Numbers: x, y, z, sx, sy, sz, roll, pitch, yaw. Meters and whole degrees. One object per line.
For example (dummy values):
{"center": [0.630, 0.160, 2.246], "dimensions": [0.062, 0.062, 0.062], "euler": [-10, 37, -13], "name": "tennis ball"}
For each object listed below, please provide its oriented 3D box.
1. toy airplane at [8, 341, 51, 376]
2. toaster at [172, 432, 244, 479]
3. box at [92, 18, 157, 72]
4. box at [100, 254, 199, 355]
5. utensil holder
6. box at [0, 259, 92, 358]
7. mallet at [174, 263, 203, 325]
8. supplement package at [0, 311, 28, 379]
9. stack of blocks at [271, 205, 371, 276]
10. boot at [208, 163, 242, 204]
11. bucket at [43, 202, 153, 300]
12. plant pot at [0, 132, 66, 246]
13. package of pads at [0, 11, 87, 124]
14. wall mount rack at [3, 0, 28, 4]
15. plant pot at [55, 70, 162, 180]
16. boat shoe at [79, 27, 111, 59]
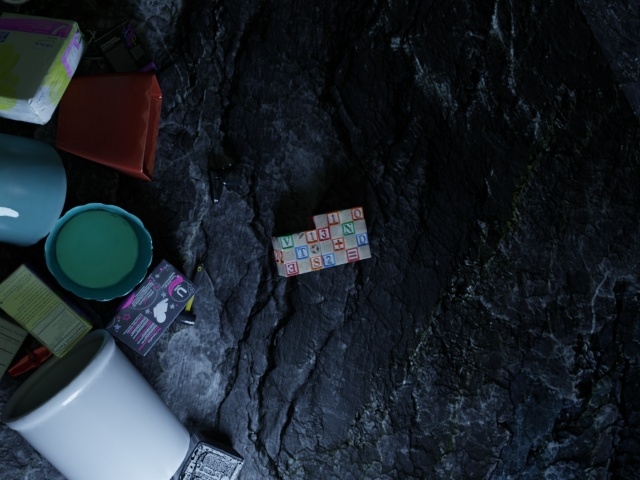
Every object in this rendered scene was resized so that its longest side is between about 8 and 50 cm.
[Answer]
{"center": [-0.796, 0.356, 1.825], "dimensions": [0.151, 0.028, 0.151], "euler": [0, 90, -22], "name": "toy airplane"}
{"center": [-0.351, 0.692, 1.954], "dimensions": [0.185, 0.110, 0.168], "euler": [30, 80, -19], "name": "toaster"}
{"center": [-0.561, -0.535, 1.863], "dimensions": [0.116, 0.029, 0.162], "euler": [-39, 130, -16], "name": "box"}
{"center": [-0.492, 0.182, 1.865], "dimensions": [0.142, 0.163, 0.247], "euler": [43, 77, -20], "name": "box"}
{"center": [-0.585, 0.490, 1.738], "dimensions": [0.327, 0.327, 0.385], "euler": [-40, 109, -15], "name": "utensil holder"}
{"center": [-0.745, 0.179, 1.742], "dimensions": [0.117, 0.213, 0.243], "euler": [-46, 105, -13], "name": "box"}
{"center": [-0.384, 0.169, 1.975], "dimensions": [0.062, 0.039, 0.190], "euler": [25, 78, -19], "name": "mallet"}
{"center": [-0.881, 0.295, 1.751], "dimensions": [0.105, 0.105, 0.179], "euler": [31, 80, -18], "name": "supplement package"}
{"center": [0.000, 0.000, 2.085], "dimensions": [0.297, 0.087, 0.171], "euler": [-13, 95, -20], "name": "stack of blocks"}
{"center": [-0.292, -0.174, 1.998], "dimensions": [0.099, 0.045, 0.121], "euler": [-6, 93, -24], "name": "boot"}
{"center": [-0.617, 0.030, 1.804], "dimensions": [0.281, 0.183, 0.281], "euler": [0, 91, -20], "name": "bucket"}
{"center": [-0.834, -0.141, 1.620], "dimensions": [0.293, 0.235, 0.293], "euler": [-3, 82, 24], "name": "plant pot"}
{"center": [-0.748, -0.439, 1.640], "dimensions": [0.229, 0.101, 0.297], "euler": [10, 62, 9], "name": "package of pads"}
{"center": [-0.946, -0.708, 1.704], "dimensions": [0.350, 0.130, 0.304], "euler": [40, 74, -17], "name": "wall mount rack"}
{"center": [-0.580, -0.320, 1.784], "dimensions": [0.235, 0.267, 0.267], "euler": [6, 89, -9], "name": "plant pot"}
{"center": [-0.661, -0.562, 1.834], "dimensions": [0.233, 0.079, 0.084], "euler": [-10, 93, -22], "name": "boat shoe"}
